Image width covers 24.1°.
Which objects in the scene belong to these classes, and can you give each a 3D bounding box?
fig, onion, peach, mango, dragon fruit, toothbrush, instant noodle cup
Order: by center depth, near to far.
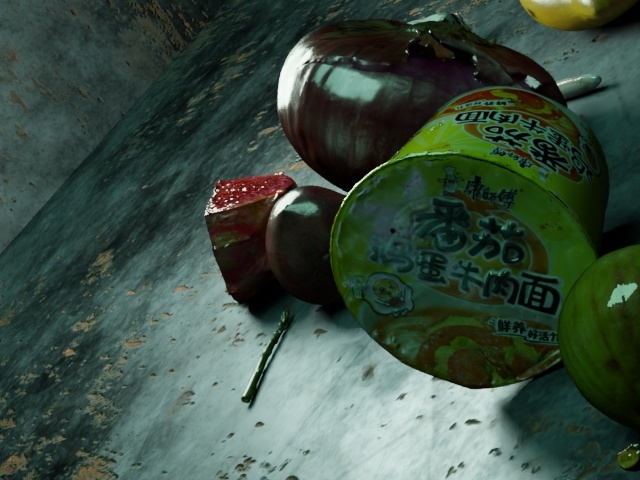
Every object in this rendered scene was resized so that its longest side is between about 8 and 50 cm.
[{"bbox_3d":[0.271,0.092,1.195,0.142,0.148,0.186,-27,61,6],"label":"fig"},{"bbox_3d":[0.162,-0.020,1.455,0.264,0.264,0.200,-29,18,35],"label":"instant noodle cup"},{"bbox_3d":[0.109,-0.118,1.732,0.347,0.348,0.285,-119,33,-70],"label":"onion"},{"bbox_3d":[0.000,0.000,1.857,0.152,0.152,0.152,-37,21,17],"label":"peach"},{"bbox_3d":[0.250,-0.176,1.903,0.029,0.025,0.307,-46,18,-29],"label":"toothbrush"},{"bbox_3d":[0.343,-0.331,1.921,0.157,0.109,0.262,-33,28,-1],"label":"mango"},{"bbox_3d":[-0.081,-0.002,2.079,0.126,0.161,0.274,-8,12,2],"label":"dragon fruit"}]

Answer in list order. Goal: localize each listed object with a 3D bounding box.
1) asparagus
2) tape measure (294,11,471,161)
[{"bbox_3d":[-0.066,0.144,1.887,0.163,0.016,0.016,-63,1,-43],"label":"asparagus"},{"bbox_3d":[0.077,-0.203,2.196,0.330,0.084,0.164,-49,18,-17],"label":"tape measure"}]
